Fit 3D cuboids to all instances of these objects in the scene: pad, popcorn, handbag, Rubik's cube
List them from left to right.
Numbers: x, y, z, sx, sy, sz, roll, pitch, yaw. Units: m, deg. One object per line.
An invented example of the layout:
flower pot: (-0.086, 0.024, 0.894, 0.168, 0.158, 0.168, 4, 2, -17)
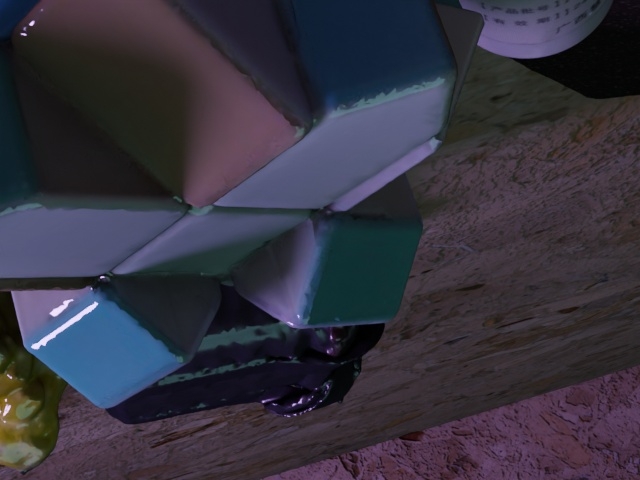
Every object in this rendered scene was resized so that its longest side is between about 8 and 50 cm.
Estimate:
popcorn: (-0.253, 0.088, 0.902, 0.174, 0.142, 0.173, 3, 148, 2)
Rubik's cube: (-0.074, -0.059, 0.463, 0.265, 0.213, 0.224, -28, 161, 32)
handbag: (-0.065, 0.022, 0.798, 0.181, 0.181, 0.254, -8, 163, -9)
pad: (0.219, -0.130, 0.774, 0.220, 0.004, 0.330, -3, 174, 31)

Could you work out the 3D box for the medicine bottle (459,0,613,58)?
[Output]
medicine bottle: (0.079, -0.162, 0.510, 0.095, 0.095, 0.260, -21, 163, 9)
